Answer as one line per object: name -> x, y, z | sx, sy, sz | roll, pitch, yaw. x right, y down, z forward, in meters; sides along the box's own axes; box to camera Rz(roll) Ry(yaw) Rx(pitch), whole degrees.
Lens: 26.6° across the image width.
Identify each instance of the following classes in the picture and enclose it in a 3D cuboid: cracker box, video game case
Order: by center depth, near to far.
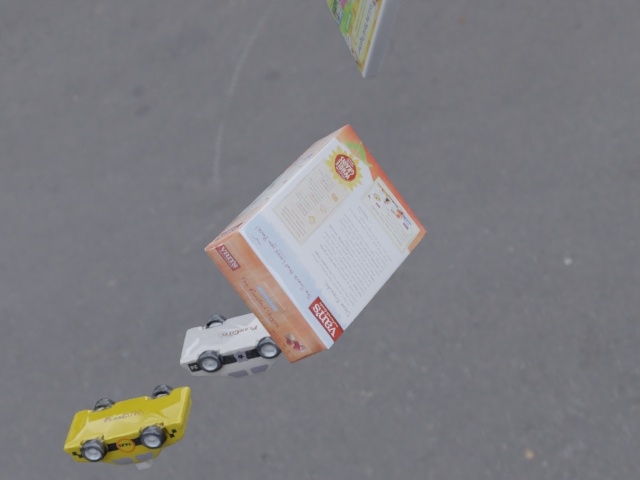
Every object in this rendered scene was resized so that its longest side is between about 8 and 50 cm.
cracker box -> 0.000, 0.000, 1.456 | 0.067, 0.156, 0.232 | -26, 14, 44
video game case -> 0.030, -0.322, 1.583 | 0.026, 0.227, 0.206 | -23, 77, -11

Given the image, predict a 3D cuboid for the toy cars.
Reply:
toy cars -> -0.184, 0.220, 1.971 | 0.393, 0.087, 0.176 | -37, 34, -20
